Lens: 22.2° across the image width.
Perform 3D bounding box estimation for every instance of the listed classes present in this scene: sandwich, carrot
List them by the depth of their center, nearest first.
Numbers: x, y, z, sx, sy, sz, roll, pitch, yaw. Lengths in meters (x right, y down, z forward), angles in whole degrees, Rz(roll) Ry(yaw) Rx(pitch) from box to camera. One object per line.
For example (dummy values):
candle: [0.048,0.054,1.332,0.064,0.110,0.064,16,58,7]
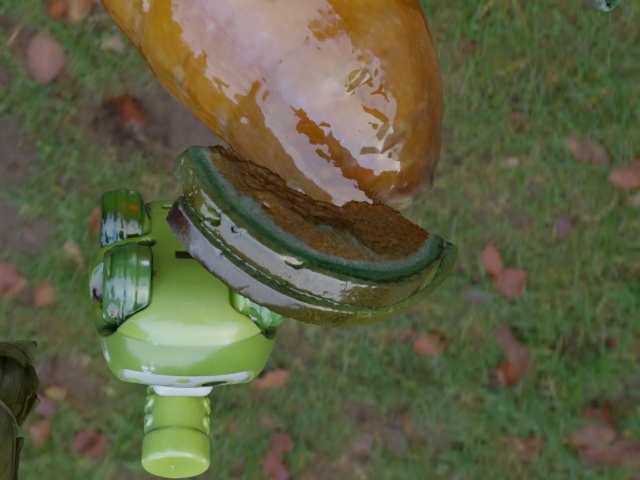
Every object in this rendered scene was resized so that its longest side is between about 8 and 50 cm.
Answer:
sandwich: [0.002,0.002,0.684,0.135,0.067,0.029,11,140,-24]
carrot: [-0.012,-0.111,0.772,0.159,0.159,0.225,-44,70,31]

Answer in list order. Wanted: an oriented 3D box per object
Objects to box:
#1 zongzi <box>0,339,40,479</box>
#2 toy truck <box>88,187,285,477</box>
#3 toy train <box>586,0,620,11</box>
zongzi: [-0.272,0.073,1.087,0.094,0.204,0.205,-29,119,26]
toy truck: [-0.106,0.058,1.269,0.148,0.187,0.211,0,136,-8]
toy train: [0.136,-0.273,0.907,0.150,0.222,0.304,20,168,18]
